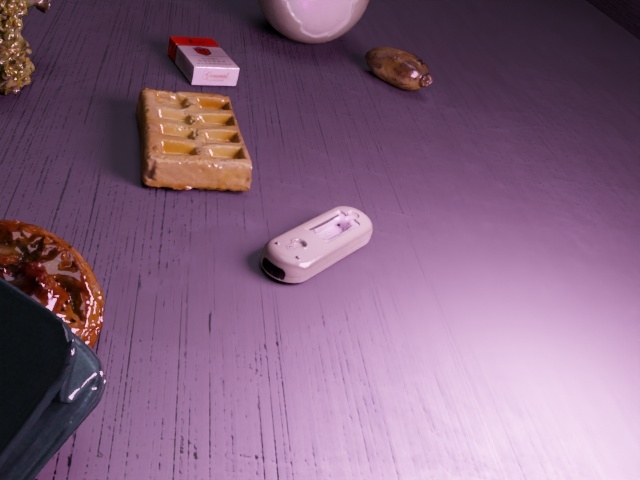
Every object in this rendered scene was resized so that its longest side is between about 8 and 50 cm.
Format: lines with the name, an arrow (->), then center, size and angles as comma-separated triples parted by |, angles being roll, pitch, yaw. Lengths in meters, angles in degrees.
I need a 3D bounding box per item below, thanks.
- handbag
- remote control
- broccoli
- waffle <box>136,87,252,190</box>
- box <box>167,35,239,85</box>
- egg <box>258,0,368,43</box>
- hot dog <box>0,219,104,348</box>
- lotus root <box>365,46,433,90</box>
handbag -> -0.373, 0.106, 0.590 | 0.326, 0.089, 0.238 | 29, 64, 14
remote control -> 0.000, 0.000, 1.036 | 0.078, 0.042, 0.221 | 35, 36, 23
broccoli -> -0.522, -0.348, 1.160 | 0.273, 0.242, 0.180 | -26, 74, -39
waffle -> -0.215, -0.173, 1.174 | 0.168, 0.057, 0.274 | 4, 36, -20
box -> -0.244, -0.372, 1.465 | 0.100, 0.048, 0.152 | -4, 41, -33
egg -> -0.017, -0.618, 1.721 | 0.278, 0.278, 0.336 | 18, 36, 1
hot dog -> -0.340, 0.052, 0.754 | 0.226, 0.099, 0.160 | 18, 30, 6
lotus root -> 0.187, -0.408, 1.687 | 0.179, 0.081, 0.089 | 29, 48, 24
